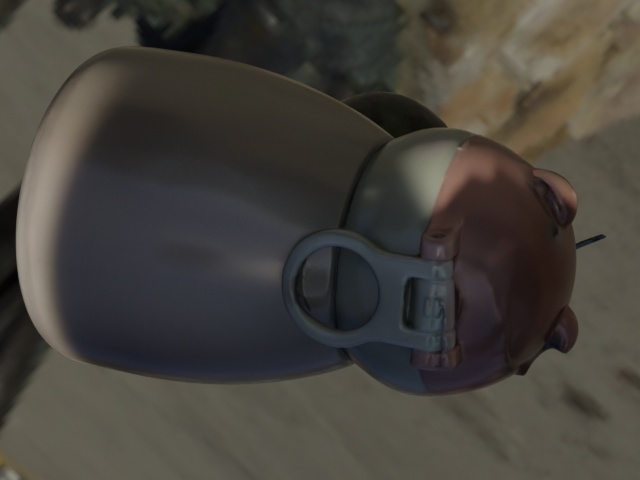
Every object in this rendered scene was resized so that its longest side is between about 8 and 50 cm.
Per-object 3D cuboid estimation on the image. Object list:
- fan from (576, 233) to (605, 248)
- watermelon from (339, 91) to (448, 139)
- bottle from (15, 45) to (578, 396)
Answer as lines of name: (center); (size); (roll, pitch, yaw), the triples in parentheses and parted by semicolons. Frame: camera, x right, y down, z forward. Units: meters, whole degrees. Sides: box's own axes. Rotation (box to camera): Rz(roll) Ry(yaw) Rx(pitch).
fan: (0.106, 0.015, 0.943); (0.080, 0.003, 0.060); (0, 145, 19)
watermelon: (0.035, -0.045, 1.170); (0.105, 0.105, 0.133); (56, -169, -36)
bottle: (0.000, 0.000, 0.840); (0.236, 0.148, 0.147); (10, 151, 19)
